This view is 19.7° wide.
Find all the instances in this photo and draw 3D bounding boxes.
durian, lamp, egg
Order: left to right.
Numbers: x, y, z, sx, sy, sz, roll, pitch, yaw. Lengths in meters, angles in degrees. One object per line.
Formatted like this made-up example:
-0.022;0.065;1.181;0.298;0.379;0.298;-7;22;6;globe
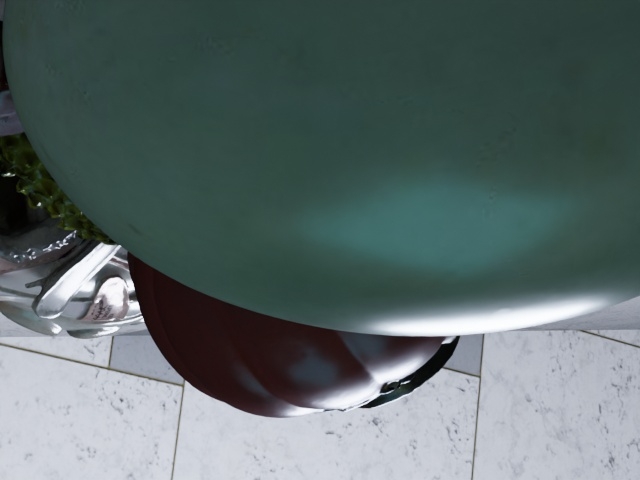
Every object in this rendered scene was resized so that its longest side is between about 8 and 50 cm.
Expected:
-0.167;-0.076;1.305;0.095;0.137;0.221;-39;154;16;durian
0.000;0.000;1.427;0.303;0.257;0.303;-30;-161;11;lamp
0.057;-0.096;0.808;0.389;0.276;0.276;-6;171;-3;egg

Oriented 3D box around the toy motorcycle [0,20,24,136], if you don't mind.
-0.198;-0.104;1.105;0.401;0.134;0.207;2;175;-32;toy motorcycle

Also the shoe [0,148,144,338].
-0.212;-0.015;1.526;0.351;0.171;0.198;0;167;-38;shoe
